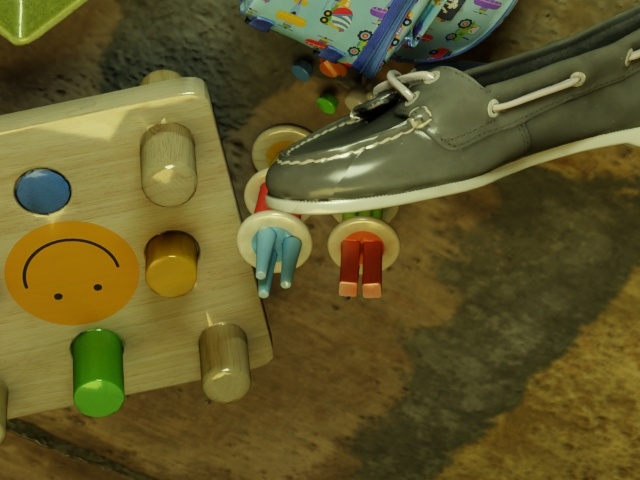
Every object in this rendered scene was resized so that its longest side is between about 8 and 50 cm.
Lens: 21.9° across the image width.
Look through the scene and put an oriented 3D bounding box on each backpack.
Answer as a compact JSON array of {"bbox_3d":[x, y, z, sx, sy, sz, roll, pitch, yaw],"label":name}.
[{"bbox_3d":[0.051,-0.176,1.022,0.173,0.117,0.158,25,128,-19],"label":"backpack"}]

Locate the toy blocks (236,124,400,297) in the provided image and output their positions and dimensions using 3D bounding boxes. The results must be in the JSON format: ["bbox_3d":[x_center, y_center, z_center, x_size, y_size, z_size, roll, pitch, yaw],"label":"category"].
[{"bbox_3d":[0.000,0.000,1.147,0.123,0.148,0.054,31,126,-19],"label":"toy blocks"}]

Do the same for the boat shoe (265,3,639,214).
[{"bbox_3d":[0.113,-0.091,1.032,0.335,0.112,0.095,-13,103,-23],"label":"boat shoe"}]

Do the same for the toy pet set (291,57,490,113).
[{"bbox_3d":[0.064,-0.100,1.133,0.114,0.065,0.122,0,137,52],"label":"toy pet set"}]

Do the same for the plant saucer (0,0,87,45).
[{"bbox_3d":[-0.184,-0.235,1.016,0.188,0.045,0.188,-32,130,22],"label":"plant saucer"}]

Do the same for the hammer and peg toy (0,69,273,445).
[{"bbox_3d":[-0.231,0.023,1.164,0.361,0.127,0.266,-11,128,1],"label":"hammer and peg toy"}]
